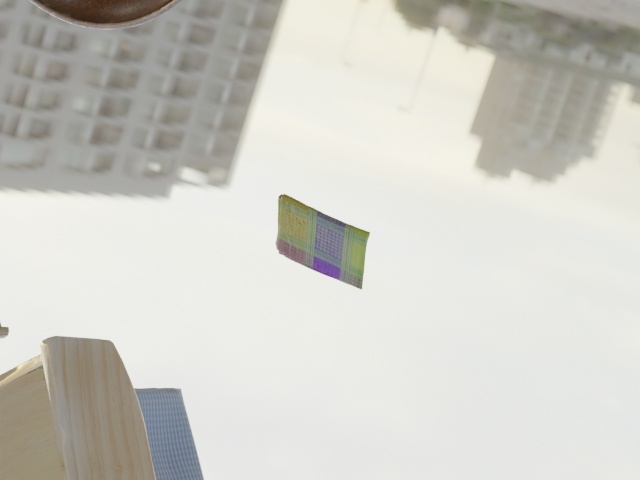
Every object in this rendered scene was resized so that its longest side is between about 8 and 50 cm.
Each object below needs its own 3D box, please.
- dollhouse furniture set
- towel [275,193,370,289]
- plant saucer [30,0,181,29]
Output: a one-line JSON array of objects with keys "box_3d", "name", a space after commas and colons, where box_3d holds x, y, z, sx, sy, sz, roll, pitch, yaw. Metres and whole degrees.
[{"box_3d": [-0.112, 0.118, 0.996, 0.198, 0.286, 0.303, -25, 159, 33], "name": "dollhouse furniture set"}, {"box_3d": [0.000, 0.000, 1.264, 0.083, 0.060, 0.009, 24, -137, 22], "name": "towel"}, {"box_3d": [-0.146, -0.301, 1.105, 0.310, 0.311, 0.050, 26, -152, 33], "name": "plant saucer"}]
